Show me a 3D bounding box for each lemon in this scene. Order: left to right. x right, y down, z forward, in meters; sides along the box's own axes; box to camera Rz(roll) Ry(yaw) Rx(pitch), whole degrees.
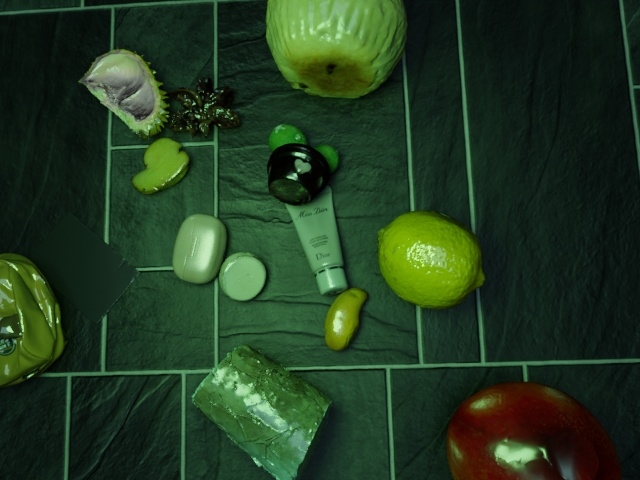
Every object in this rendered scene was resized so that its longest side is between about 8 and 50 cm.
[{"bbox_3d":[0.279,0.045,1.303,0.310,0.253,0.254,29,85,23],"label":"lemon"}]

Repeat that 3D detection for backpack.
[{"bbox_3d":[-0.908,0.223,1.368,0.353,0.201,0.378,-22,85,-4],"label":"backpack"}]

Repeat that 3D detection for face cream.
[{"bbox_3d":[0.000,0.000,1.413,0.143,0.089,0.315,-16,70,1],"label":"face cream"}]

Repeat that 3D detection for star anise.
[{"bbox_3d":[-0.351,-0.385,1.457,0.220,0.126,0.190,-20,85,-3],"label":"star anise"}]

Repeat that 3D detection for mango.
[{"bbox_3d":[0.066,0.216,1.377,0.098,0.075,0.190,25,80,-10],"label":"mango"}]

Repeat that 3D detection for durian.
[{"bbox_3d":[-0.548,-0.436,1.468,0.341,0.112,0.191,39,82,19],"label":"durian"}]

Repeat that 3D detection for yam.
[{"bbox_3d":[-0.141,0.446,1.293,0.348,0.241,0.241,34,86,9],"label":"yam"}]

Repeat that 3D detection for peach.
[{"bbox_3d":[0.498,0.519,1.168,0.387,0.388,0.389,0,82,3],"label":"peach"}]

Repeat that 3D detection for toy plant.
[{"bbox_3d":[-0.062,-0.218,1.401,0.217,0.175,0.235,21,52,-2],"label":"toy plant"}]

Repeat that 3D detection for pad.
[{"bbox_3d":[-0.706,0.079,1.472,0.299,0.005,0.202,38,86,7],"label":"pad"}]

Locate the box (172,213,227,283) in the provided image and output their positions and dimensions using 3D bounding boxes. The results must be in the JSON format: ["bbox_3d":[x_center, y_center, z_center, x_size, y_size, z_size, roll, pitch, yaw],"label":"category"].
[{"bbox_3d":[-0.344,0.024,1.417,0.145,0.088,0.201,10,82,5],"label":"box"}]

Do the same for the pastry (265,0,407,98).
[{"bbox_3d":[0.041,-0.577,1.338,0.388,0.388,0.313,7,80,4],"label":"pastry"}]

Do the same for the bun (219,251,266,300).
[{"bbox_3d":[-0.227,0.097,1.404,0.138,0.094,0.138,-6,102,-27],"label":"bun"}]

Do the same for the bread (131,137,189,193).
[{"bbox_3d":[-0.475,-0.216,1.475,0.187,0.065,0.149,-39,71,1],"label":"bread"}]
